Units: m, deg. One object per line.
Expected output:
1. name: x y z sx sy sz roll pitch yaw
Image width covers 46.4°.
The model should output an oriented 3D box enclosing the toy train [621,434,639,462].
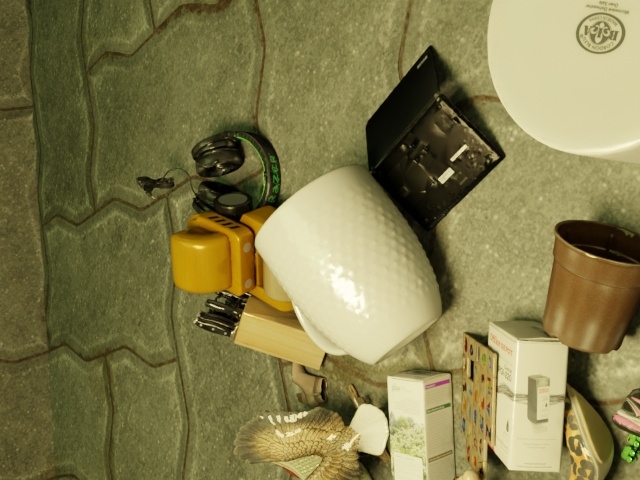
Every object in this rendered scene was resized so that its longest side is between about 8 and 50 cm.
1. toy train: 0.500 0.314 1.184 0.023 0.017 0.083 41 121 52

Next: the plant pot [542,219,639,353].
1. plant pot: 0.426 0.075 1.159 0.167 0.167 0.165 31 122 43

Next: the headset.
1. headset: -0.285 -0.156 1.924 0.394 0.185 0.244 1 92 37

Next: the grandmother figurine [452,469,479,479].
1. grandmother figurine: 0.281 0.495 1.283 0.342 0.104 0.208 -27 76 52

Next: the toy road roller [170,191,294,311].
1. toy road roller: -0.194 0.042 1.725 0.329 0.240 0.203 24 125 37

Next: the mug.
1. mug: 0.053 0.088 1.496 0.328 0.276 0.374 54 139 14

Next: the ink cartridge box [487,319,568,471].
1. ink cartridge box: 0.341 0.254 1.254 0.158 0.092 0.218 -130 44 -84

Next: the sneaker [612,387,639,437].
1. sneaker: 0.532 0.272 1.110 0.178 0.072 0.077 21 78 33

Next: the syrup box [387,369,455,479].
1. syrup box: 0.199 0.379 1.468 0.093 0.096 0.237 -3 89 47

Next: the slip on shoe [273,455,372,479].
1. slip on shoe: -0.012 0.514 1.720 0.331 0.101 0.123 17 68 36

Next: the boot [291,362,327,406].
1. boot: -0.023 0.334 1.765 0.087 0.042 0.119 -18 80 41

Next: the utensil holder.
1. utensil holder: 0.445 -0.246 0.943 0.327 0.385 0.328 4 96 49

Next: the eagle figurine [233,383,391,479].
1. eagle figurine: 0.000 0.451 1.549 0.226 0.298 0.225 24 125 60

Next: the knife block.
1. knife block: -0.146 0.203 1.740 0.275 0.242 0.088 38 120 40

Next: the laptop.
1. laptop: 0.215 -0.201 1.486 0.264 0.136 0.234 46 129 6

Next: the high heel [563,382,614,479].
1. high heel: 0.400 0.381 1.240 0.186 0.093 0.261 -33 70 41

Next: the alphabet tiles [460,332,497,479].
1. alphabet tiles: 0.283 0.301 1.347 0.198 0.009 0.237 -140 50 -84
